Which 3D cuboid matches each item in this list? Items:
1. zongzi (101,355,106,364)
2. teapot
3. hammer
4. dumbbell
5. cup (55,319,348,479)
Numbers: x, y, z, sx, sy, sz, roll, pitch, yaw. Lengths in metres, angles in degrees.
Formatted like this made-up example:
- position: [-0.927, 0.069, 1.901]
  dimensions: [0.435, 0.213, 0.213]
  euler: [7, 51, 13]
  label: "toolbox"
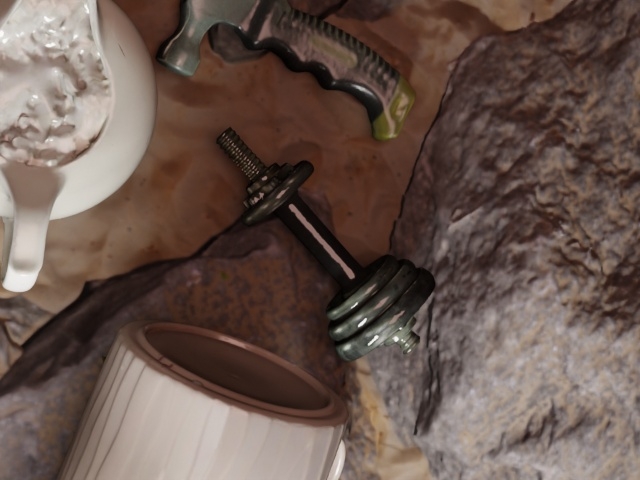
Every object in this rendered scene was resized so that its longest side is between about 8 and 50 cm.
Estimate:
- position: [-0.148, 0.136, 1.599]
  dimensions: [0.076, 0.040, 0.083]
  euler: [-8, 77, -23]
  label: "zongzi"
- position: [-0.233, -0.107, 1.504]
  dimensions: [0.204, 0.139, 0.298]
  euler: [2, 92, -19]
  label: "teapot"
- position: [-0.016, -0.173, 1.617]
  dimensions: [0.226, 0.041, 0.158]
  euler: [30, 86, -15]
  label: "hammer"
- position: [0.000, 0.000, 1.603]
  dimensions: [0.110, 0.110, 0.254]
  euler: [-42, 96, -11]
  label: "dumbbell"
- position: [-0.089, 0.230, 1.505]
  dimensions: [0.288, 0.208, 0.273]
  euler: [15, 102, -29]
  label: "cup"
